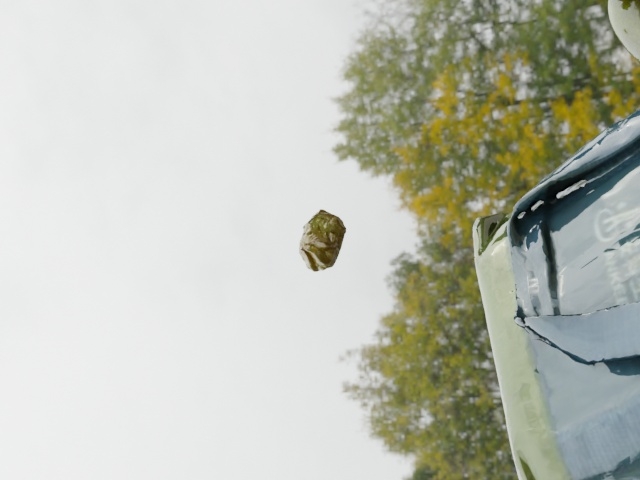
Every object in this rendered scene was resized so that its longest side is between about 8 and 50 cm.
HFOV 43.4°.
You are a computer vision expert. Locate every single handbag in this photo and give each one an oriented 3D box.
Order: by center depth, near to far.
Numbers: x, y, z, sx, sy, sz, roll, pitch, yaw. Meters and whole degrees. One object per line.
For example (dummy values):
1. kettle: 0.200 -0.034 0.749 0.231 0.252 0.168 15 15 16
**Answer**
1. handbag: 0.220 0.036 0.344 0.222 0.241 0.263 37 -149 -23

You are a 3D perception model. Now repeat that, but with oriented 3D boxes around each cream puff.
1. cream puff: 0.000 0.000 1.097 0.083 0.058 0.083 -63 10 12

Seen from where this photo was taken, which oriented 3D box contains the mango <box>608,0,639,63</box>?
1. mango: 0.435 -0.216 0.893 0.133 0.268 0.111 -92 20 -51
